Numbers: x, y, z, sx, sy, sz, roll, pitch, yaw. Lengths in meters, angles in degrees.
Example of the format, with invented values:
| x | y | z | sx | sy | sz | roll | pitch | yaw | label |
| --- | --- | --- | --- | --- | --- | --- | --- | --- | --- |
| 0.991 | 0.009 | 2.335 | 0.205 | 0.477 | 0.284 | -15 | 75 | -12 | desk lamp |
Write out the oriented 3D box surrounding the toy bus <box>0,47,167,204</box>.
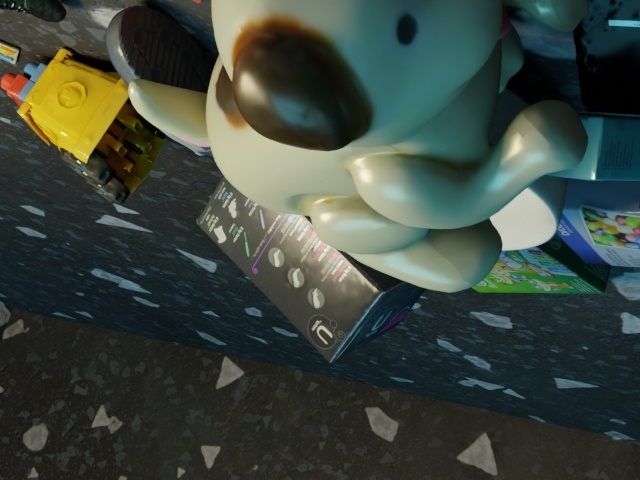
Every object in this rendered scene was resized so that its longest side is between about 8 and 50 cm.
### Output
| x | y | z | sx | sy | sz | roll | pitch | yaw | label |
| --- | --- | --- | --- | --- | --- | --- | --- | --- | --- |
| -0.337 | -0.170 | 1.643 | 0.211 | 0.149 | 0.220 | 28 | 168 | 12 | toy bus |

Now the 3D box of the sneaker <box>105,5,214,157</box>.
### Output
| x | y | z | sx | sy | sz | roll | pitch | yaw | label |
| --- | --- | --- | --- | --- | --- | --- | --- | --- | --- |
| -0.194 | -0.184 | 1.476 | 0.131 | 0.112 | 0.319 | 4 | 158 | 30 | sneaker |

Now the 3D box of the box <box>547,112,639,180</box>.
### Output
| x | y | z | sx | sy | sz | roll | pitch | yaw | label |
| --- | --- | --- | --- | --- | --- | --- | --- | --- | --- |
| 0.322 | -0.091 | 1.154 | 0.244 | 0.060 | 0.100 | -2 | -171 | -34 | box |

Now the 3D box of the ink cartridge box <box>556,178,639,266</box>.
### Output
| x | y | z | sx | sy | sz | roll | pitch | yaw | label |
| --- | --- | --- | --- | --- | --- | --- | --- | --- | --- |
| 0.408 | -0.021 | 1.496 | 0.311 | 0.065 | 0.186 | 6 | 160 | 38 | ink cartridge box |

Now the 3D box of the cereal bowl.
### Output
| x | y | z | sx | sy | sz | roll | pitch | yaw | label |
| --- | --- | --- | --- | --- | --- | --- | --- | --- | --- |
| 0.122 | -0.114 | 1.333 | 0.339 | 0.141 | 0.339 | 16 | 163 | 5 | cereal bowl |

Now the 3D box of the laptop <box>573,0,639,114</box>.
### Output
| x | y | z | sx | sy | sz | roll | pitch | yaw | label |
| --- | --- | --- | --- | --- | --- | --- | --- | --- | --- |
| 0.371 | -0.181 | 1.090 | 0.234 | 0.136 | 0.264 | 7 | 135 | 29 | laptop |

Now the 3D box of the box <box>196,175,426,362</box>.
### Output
| x | y | z | sx | sy | sz | roll | pitch | yaw | label |
| --- | --- | --- | --- | --- | --- | --- | --- | --- | --- |
| 0.000 | 0.000 | 1.526 | 0.270 | 0.143 | 0.165 | 46 | -145 | 17 | box |

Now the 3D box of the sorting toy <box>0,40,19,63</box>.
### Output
| x | y | z | sx | sy | sz | roll | pitch | yaw | label |
| --- | --- | --- | --- | --- | --- | --- | --- | --- | --- |
| -0.466 | -0.272 | 1.640 | 0.083 | 0.012 | 0.062 | 21 | 164 | -14 | sorting toy |

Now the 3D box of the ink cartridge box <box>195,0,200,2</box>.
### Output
| x | y | z | sx | sy | sz | roll | pitch | yaw | label |
| --- | --- | --- | --- | --- | --- | --- | --- | --- | --- |
| -0.239 | -0.306 | 1.233 | 0.224 | 0.056 | 0.181 | 19 | 164 | -1 | ink cartridge box |

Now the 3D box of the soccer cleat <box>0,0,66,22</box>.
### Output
| x | y | z | sx | sy | sz | roll | pitch | yaw | label |
| --- | --- | --- | --- | --- | --- | --- | --- | --- | --- |
| -0.381 | -0.294 | 1.373 | 0.179 | 0.072 | 0.060 | 30 | 159 | -38 | soccer cleat |

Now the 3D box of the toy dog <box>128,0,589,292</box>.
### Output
| x | y | z | sx | sy | sz | roll | pitch | yaw | label |
| --- | --- | --- | --- | --- | --- | --- | --- | --- | --- |
| 0.030 | -0.159 | 0.959 | 0.395 | 0.285 | 0.408 | 16 | 169 | 5 | toy dog |

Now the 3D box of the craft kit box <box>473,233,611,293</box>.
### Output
| x | y | z | sx | sy | sz | roll | pitch | yaw | label |
| --- | --- | --- | --- | --- | --- | --- | --- | --- | --- |
| 0.264 | 0.011 | 1.759 | 0.250 | 0.061 | 0.246 | 30 | 162 | -37 | craft kit box |
